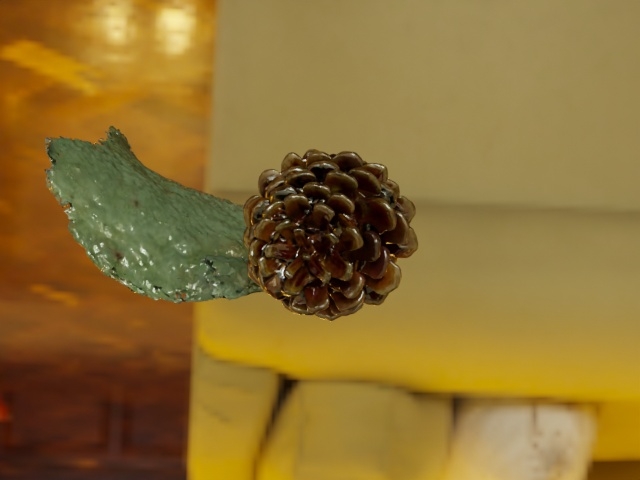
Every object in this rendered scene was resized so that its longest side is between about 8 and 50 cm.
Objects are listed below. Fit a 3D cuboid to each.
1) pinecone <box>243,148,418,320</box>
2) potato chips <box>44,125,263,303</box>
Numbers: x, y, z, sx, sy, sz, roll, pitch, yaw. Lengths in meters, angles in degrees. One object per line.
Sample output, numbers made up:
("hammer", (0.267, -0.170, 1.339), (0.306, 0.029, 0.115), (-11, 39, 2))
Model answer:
("pinecone", (-0.002, -0.004, 1.046), (0.102, 0.102, 0.109), (-8, 179, 23))
("potato chips", (-0.078, -0.018, 1.218), (0.167, 0.059, 0.228), (31, -161, 12))
